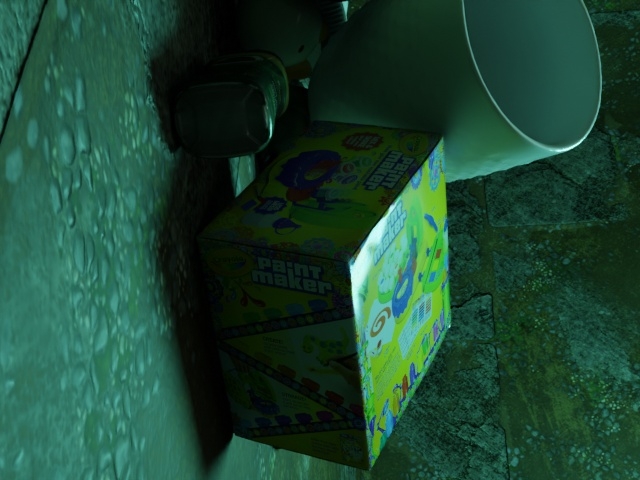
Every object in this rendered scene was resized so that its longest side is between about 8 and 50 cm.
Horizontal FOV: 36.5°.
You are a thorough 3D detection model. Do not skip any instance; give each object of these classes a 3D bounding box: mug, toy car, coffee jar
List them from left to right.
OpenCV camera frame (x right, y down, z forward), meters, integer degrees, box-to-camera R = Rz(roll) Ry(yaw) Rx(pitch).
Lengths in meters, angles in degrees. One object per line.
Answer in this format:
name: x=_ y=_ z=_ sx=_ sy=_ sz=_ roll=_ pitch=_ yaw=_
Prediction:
coffee jar: x=-0.085 y=-0.143 z=0.991 sx=0.184 sy=0.096 sz=0.079 roll=-75 pitch=160 yaw=-68
toy car: x=-0.028 y=-0.298 z=1.221 sx=0.219 sy=0.210 sz=0.238 roll=-58 pitch=159 yaw=-61
mug: x=0.176 y=-0.236 z=1.300 sx=0.374 sy=0.328 sz=0.276 roll=-46 pitch=110 yaw=-39

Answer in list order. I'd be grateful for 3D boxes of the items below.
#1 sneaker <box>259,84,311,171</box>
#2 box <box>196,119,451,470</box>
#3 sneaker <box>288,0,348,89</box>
sneaker: x=-0.042 y=-0.121 z=1.446 sx=0.286 sy=0.109 sz=0.130 roll=49 pitch=44 yaw=-65
box: x=0.024 y=0.051 z=1.127 sx=0.290 sy=0.177 sz=0.279 roll=-50 pitch=142 yaw=-49
sneaker: x=-0.026 y=-0.473 z=1.595 sx=0.257 sy=0.169 sz=0.447 roll=-106 pitch=-160 yaw=-78
